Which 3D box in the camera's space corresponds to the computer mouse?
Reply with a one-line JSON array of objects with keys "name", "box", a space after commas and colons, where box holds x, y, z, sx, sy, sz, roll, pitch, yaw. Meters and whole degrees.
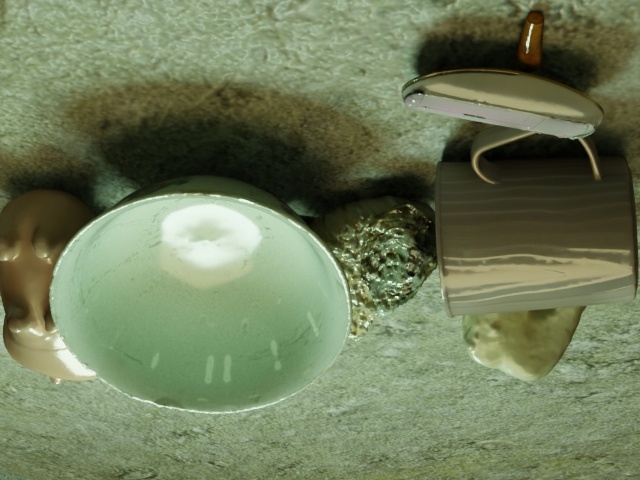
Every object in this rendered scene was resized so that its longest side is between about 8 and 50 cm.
[{"name": "computer mouse", "box": [0.221, -0.173, 1.440, 0.245, 0.056, 0.126, 9, 173, -1]}]

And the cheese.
[{"name": "cheese", "box": [0.320, 0.048, 1.842, 0.174, 0.251, 0.248, 21, 116, -8]}]

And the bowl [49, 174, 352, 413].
[{"name": "bowl", "box": [-0.168, 0.042, 1.749, 0.435, 0.196, 0.435, 0, 130, 0]}]

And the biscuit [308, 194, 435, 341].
[{"name": "biscuit", "box": [0.049, 0.026, 1.822, 0.179, 0.084, 0.281, 23, 127, -17]}]

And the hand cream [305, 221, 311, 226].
[{"name": "hand cream", "box": [0.000, 0.000, 1.893, 0.248, 0.052, 0.075, 13, 131, -8]}]

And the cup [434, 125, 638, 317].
[{"name": "cup", "box": [0.289, -0.039, 1.629, 0.273, 0.288, 0.208, -3, -170, 11]}]

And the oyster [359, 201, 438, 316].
[{"name": "oyster", "box": [0.116, 0.026, 1.731, 0.125, 0.064, 0.177, -11, 122, 10]}]

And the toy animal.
[{"name": "toy animal", "box": [-0.408, 0.071, 1.848, 0.237, 0.326, 0.269, 6, -162, 13]}]

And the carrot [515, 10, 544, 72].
[{"name": "carrot", "box": [0.245, -0.229, 1.378, 0.032, 0.032, 0.093, 1, 152, 5]}]
